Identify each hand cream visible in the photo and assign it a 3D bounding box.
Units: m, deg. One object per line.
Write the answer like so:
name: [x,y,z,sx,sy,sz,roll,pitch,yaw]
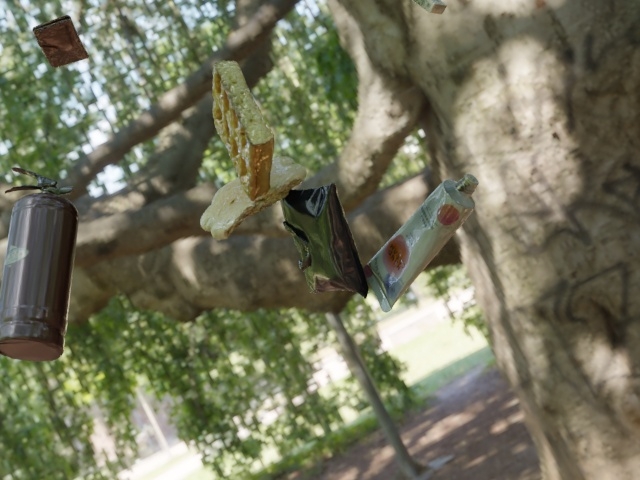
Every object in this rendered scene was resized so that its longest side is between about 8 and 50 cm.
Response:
hand cream: [0.199,-0.007,1.932,0.078,0.124,0.341,9,-48,-41]

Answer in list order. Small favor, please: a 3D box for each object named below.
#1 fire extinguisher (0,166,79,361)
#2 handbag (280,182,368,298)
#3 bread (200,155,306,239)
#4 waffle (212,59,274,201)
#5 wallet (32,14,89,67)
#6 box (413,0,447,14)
fire extinguisher: [-0.481,0.028,1.626,0.135,0.337,0.114,5,-28,-9]
handbag: [0.000,0.000,2.054,0.088,0.254,0.211,-25,16,-32]
bread: [-0.156,-0.103,2.094,0.251,0.039,0.182,-37,34,-8]
waffle: [-0.160,-0.225,1.964,0.057,0.274,0.168,-13,-40,-17]
wallet: [-0.592,-0.449,2.206,0.095,0.026,0.176,-19,-15,-7]
box: [0.200,-0.473,1.884,0.054,0.083,0.024,-11,-42,-56]
